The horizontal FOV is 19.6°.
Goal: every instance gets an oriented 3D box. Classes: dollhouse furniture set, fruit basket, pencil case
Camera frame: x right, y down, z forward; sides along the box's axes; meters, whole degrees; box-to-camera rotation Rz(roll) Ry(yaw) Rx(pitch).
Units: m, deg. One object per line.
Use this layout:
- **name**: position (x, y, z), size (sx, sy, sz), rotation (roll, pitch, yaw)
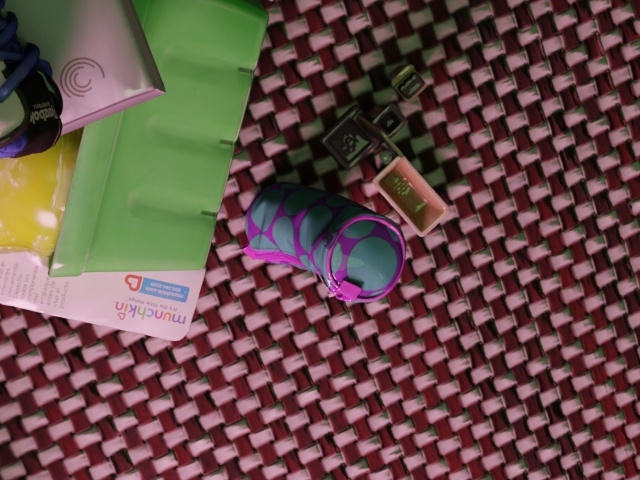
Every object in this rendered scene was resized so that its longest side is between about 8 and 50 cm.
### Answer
- **dollhouse furniture set**: position (0.076, -0.059, 1.405), size (0.091, 0.081, 0.114), rotation (-43, 113, -1)
- **fruit basket**: position (-0.224, -0.119, 1.284), size (0.353, 0.165, 0.327), rotation (13, 102, -4)
- **pencil case**: position (0.000, 0.000, 1.362), size (0.064, 0.151, 0.070), rotation (43, 81, -27)

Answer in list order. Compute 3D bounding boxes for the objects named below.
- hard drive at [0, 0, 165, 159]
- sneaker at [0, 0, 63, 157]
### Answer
- **hard drive**: position (-0.270, -0.216, 1.179), size (0.233, 0.047, 0.353), rotation (-21, 90, 6)
- **sneaker**: position (-0.223, -0.140, 1.100), size (0.182, 0.127, 0.316), rotation (23, 101, 2)
